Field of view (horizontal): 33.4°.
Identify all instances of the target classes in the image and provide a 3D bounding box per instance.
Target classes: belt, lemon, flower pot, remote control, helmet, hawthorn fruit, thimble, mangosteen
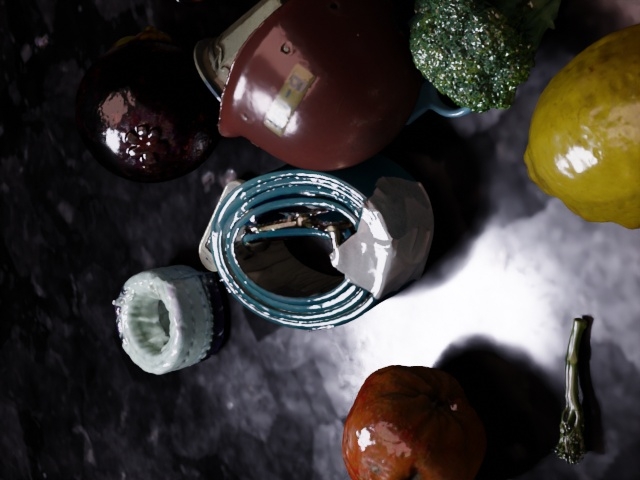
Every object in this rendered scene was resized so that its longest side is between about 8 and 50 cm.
[{"bbox_3d":[-0.001,0.000,1.930,0.436,0.173,0.300,-8,104,45],"label":"belt"},{"bbox_3d":[0.431,-0.155,1.445,0.316,0.285,0.285,-17,88,11],"label":"lemon"},{"bbox_3d":[-0.089,-0.348,1.928,0.202,0.212,0.212,-43,71,26],"label":"flower pot"},{"bbox_3d":[-0.188,-0.030,2.178,0.078,0.042,0.221,44,126,24],"label":"remote control"},{"bbox_3d":[0.028,-0.234,1.733,0.230,0.337,0.385,46,126,14],"label":"helmet"},{"bbox_3d":[0.154,0.340,1.836,0.258,0.258,0.262,66,152,8],"label":"hawthorn fruit"},{"bbox_3d":[-0.317,0.159,2.264,0.237,0.150,0.237,10,105,39],"label":"thimble"},{"bbox_3d":[-0.344,-0.259,2.110,0.313,0.297,0.297,34,123,56],"label":"mangosteen"}]

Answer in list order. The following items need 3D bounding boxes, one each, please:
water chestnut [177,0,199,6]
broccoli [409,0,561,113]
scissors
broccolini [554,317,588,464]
[{"bbox_3d":[-0.248,-0.625,1.942,0.335,0.335,0.347,35,91,31],"label":"water chestnut"},{"bbox_3d":[0.243,-0.327,1.601,0.269,0.242,0.261,47,151,42],"label":"broccoli"},{"bbox_3d":[0.116,-0.212,1.874,0.447,0.029,0.192,-43,71,41],"label":"scissors"},{"bbox_3d":[0.410,0.242,1.717,0.054,0.051,0.239,4,97,16],"label":"broccolini"}]
